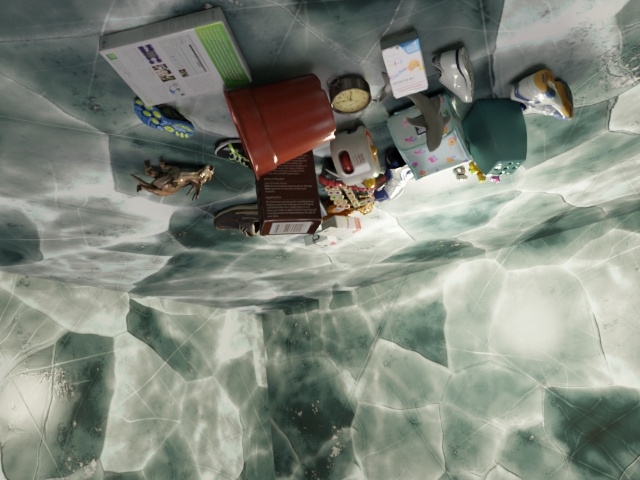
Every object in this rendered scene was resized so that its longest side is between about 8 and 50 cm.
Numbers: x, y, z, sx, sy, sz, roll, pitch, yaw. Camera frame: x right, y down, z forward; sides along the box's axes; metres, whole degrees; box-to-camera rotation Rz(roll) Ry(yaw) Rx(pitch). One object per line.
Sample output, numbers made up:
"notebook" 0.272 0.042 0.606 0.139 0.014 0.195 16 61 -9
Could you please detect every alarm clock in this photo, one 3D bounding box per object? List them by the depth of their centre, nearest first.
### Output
"alarm clock" 0.081 -0.455 1.424 0.129 0.064 0.192 -21 158 31

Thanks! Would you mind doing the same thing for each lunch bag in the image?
"lunch bag" 0.379 -0.367 1.613 0.223 0.160 0.262 -17 130 28

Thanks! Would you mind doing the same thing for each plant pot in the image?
"plant pot" -0.111 -0.350 1.358 0.265 0.272 0.272 -22 160 -6
"plant pot" 0.624 -0.356 1.642 0.165 0.234 0.165 -4 159 -8

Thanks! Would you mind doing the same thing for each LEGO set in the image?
"LEGO set" 0.716 -0.289 2.048 0.227 0.093 0.087 -4 159 -10

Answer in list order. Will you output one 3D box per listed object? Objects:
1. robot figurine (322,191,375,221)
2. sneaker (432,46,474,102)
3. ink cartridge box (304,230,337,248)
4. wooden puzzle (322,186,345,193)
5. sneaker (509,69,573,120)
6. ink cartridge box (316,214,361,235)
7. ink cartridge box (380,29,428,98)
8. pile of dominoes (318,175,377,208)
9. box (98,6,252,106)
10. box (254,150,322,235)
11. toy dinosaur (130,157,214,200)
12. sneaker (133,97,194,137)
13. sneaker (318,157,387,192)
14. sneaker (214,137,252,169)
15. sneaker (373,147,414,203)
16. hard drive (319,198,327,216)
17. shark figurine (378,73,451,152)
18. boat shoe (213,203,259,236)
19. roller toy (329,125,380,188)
"robot figurine" 0.124 -0.154 2.194 0.291 0.085 0.211 -14 163 17
"sneaker" 0.416 -0.502 1.421 0.095 0.090 0.235 -4 159 27
"ink cartridge box" 0.000 0.000 2.587 0.150 0.063 0.109 -19 157 26
"wooden puzzle" 0.074 -0.229 2.088 0.116 0.014 0.078 8 150 -37
"sneaker" 0.755 -0.483 1.575 0.296 0.112 0.131 17 162 -39
"ink cartridge box" 0.083 -0.068 2.195 0.198 0.067 0.115 3 160 -39
"ink cartridge box" 0.243 -0.483 1.314 0.104 0.061 0.181 -14 133 15
"pile of dominoes" 0.122 -0.213 1.999 0.196 0.040 0.251 -16 139 18
"box" -0.371 -0.474 1.225 0.322 0.058 0.232 -9 159 7
"box" -0.120 -0.213 1.540 0.191 0.381 0.143 -2 161 -14
"toy dinosaur" -0.564 -0.215 1.752 0.295 0.127 0.200 -8 167 16
"sneaker" -0.479 -0.376 1.419 0.188 0.078 0.067 21 118 -28
"sneaker" 0.128 -0.267 1.820 0.276 0.097 0.135 8 129 10
"sneaker" -0.258 -0.302 1.654 0.234 0.097 0.084 -1 158 -16
"sneaker" 0.304 -0.291 1.881 0.182 0.127 0.315 14 143 -37
"hard drive" -0.038 -0.160 2.112 0.094 0.022 0.135 -17 121 24
"shark figurine" 0.319 -0.428 1.435 0.166 0.278 0.116 -37 172 -18
"boat shoe" -0.329 -0.090 2.136 0.355 0.130 0.132 -13 159 13
"roller toy" 0.131 -0.302 1.655 0.146 0.209 0.191 -16 152 18
